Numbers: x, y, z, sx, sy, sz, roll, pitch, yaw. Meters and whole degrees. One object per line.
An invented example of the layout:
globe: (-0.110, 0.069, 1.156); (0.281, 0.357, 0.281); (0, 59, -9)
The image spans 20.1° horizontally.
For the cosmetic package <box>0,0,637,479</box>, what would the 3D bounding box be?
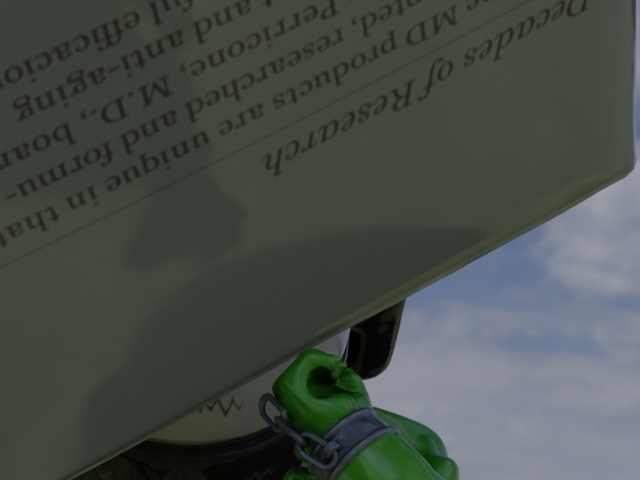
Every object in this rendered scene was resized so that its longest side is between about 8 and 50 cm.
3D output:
cosmetic package: (-0.098, -0.179, 0.711); (0.327, 0.329, 0.394); (-28, -38, -14)

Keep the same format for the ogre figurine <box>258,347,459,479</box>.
ogre figurine: (0.056, 0.125, 0.631); (0.096, 0.197, 0.118); (-24, 35, -19)

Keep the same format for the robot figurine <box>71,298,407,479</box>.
robot figurine: (-0.075, 0.067, 0.964); (0.173, 0.209, 0.278); (31, -33, 12)
